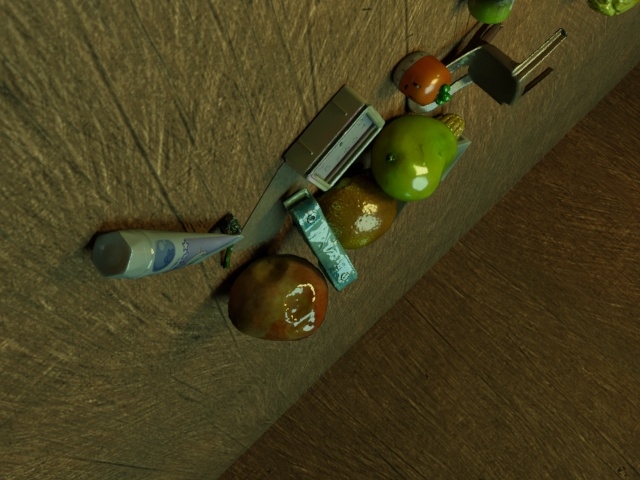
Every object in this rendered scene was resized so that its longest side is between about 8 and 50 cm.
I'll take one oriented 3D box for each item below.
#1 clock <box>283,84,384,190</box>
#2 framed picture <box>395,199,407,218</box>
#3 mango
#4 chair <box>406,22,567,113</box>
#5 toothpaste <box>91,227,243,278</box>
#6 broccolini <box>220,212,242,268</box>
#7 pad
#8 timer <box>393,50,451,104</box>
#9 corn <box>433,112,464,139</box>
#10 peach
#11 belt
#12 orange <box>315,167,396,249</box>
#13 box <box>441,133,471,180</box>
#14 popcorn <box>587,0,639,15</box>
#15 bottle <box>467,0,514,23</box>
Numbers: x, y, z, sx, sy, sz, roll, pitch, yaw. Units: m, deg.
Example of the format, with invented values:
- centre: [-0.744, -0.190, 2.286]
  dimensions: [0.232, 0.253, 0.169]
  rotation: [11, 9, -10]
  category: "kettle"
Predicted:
- centre: [0.029, -0.199, 1.584]
  dimensions: [0.192, 0.071, 0.147]
  rotation: [-49, 163, 5]
  category: "clock"
- centre: [0.202, -0.095, 2.387]
  dimensions: [0.250, 0.016, 0.184]
  rotation: [-23, 152, -55]
  category: "framed picture"
- centre: [0.214, -0.202, 1.865]
  dimensions: [0.149, 0.185, 0.273]
  rotation: [-32, -164, 44]
  category: "mango"
- centre: [0.374, -0.379, 1.833]
  dimensions: [0.326, 0.183, 0.175]
  rotation: [-44, 163, -10]
  category: "chair"
- centre: [-0.258, 0.017, 1.388]
  dimensions: [0.125, 0.080, 0.371]
  rotation: [-28, 173, 16]
  category: "toothpaste"
- centre: [-0.186, 0.006, 1.628]
  dimensions: [0.044, 0.042, 0.218]
  rotation: [-42, 170, -21]
  category: "broccolini"
- centre: [-0.087, -0.083, 1.699]
  dimensions: [0.176, 0.002, 0.266]
  rotation: [-22, 152, -55]
  category: "pad"
- centre: [0.223, -0.330, 1.680]
  dimensions: [0.136, 0.136, 0.099]
  rotation: [-31, 163, -44]
  category: "timer"
- centre: [0.265, -0.239, 2.046]
  dimensions: [0.313, 0.102, 0.102]
  rotation: [-40, 163, -27]
  category: "corn"
- centre: [-0.107, 0.135, 1.844]
  dimensions: [0.235, 0.214, 0.214]
  rotation: [-12, 147, -32]
  category: "peach"
- centre: [0.000, 0.000, 1.779]
  dimensions: [0.072, 0.087, 0.302]
  rotation: [-33, 132, -4]
  category: "belt"
- centre: [0.089, -0.066, 1.904]
  dimensions: [0.237, 0.158, 0.179]
  rotation: [-23, 150, -55]
  category: "orange"
- centre: [0.318, -0.227, 2.266]
  dimensions: [0.243, 0.067, 0.155]
  rotation: [-24, 151, -55]
  category: "box"
- centre: [0.798, -0.708, 2.124]
  dimensions: [0.221, 0.184, 0.204]
  rotation: [-41, 157, -15]
  category: "popcorn"
- centre: [0.356, -0.552, 1.522]
  dimensions: [0.093, 0.093, 0.330]
  rotation: [-41, 164, -17]
  category: "bottle"
